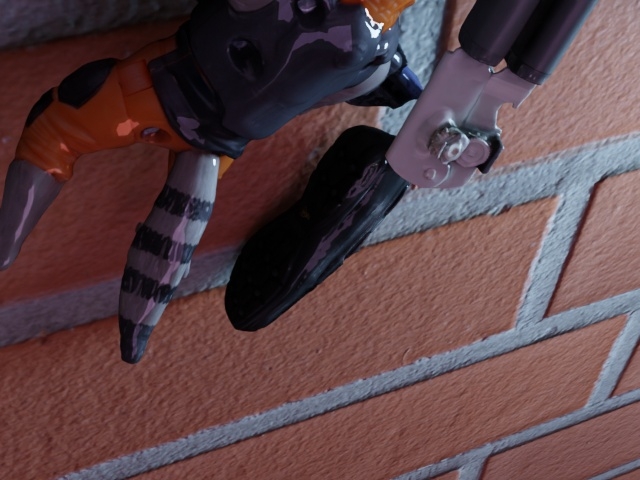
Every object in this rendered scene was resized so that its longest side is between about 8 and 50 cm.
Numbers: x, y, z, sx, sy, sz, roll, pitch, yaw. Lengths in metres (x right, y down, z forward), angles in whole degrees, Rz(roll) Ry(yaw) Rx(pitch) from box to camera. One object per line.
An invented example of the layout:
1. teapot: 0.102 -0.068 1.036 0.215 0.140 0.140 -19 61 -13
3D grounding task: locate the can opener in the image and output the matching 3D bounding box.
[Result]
1. can opener: 0.130 -0.150 0.661 0.074 0.093 0.280 15 128 -21

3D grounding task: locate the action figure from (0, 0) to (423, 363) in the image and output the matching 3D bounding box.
1. action figure: -0.029 -0.086 0.605 0.330 0.179 0.341 -45 143 21

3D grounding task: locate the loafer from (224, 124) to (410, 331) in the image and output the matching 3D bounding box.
1. loafer: 0.000 0.000 0.804 0.078 0.076 0.223 17 123 -43
